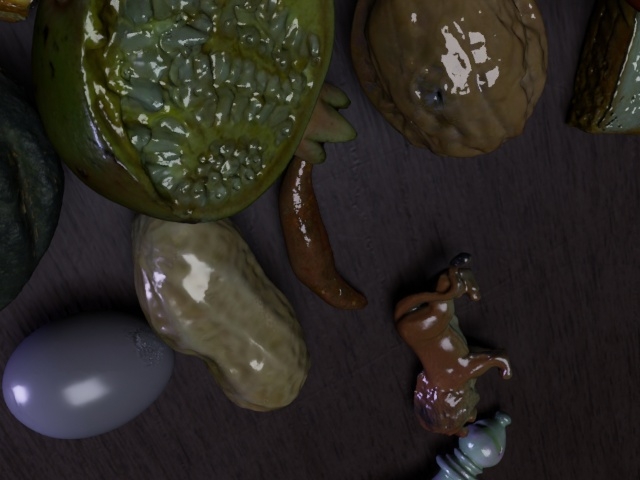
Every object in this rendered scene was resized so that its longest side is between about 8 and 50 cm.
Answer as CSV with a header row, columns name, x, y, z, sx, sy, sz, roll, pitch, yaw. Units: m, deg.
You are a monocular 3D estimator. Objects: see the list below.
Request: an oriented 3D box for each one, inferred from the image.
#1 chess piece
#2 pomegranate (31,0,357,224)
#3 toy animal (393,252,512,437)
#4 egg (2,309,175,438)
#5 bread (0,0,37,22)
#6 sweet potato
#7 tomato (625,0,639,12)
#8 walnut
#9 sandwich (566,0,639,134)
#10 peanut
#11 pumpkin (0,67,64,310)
name,x,y,z,sx,sy,sz,roll,pitch,yaw
chess piece,0.194,0.365,1.140,0.139,0.139,0.272,39,89,-27
pomegranate,-0.122,-0.173,0.744,0.358,0.216,0.310,19,88,-56
toy animal,0.172,0.152,1.038,0.157,0.097,0.312,-24,117,5
egg,-0.271,0.156,0.894,0.198,0.146,0.147,-10,117,-17
bread,-0.271,-0.281,0.709,0.065,0.103,0.187,32,99,-27
sweet potato,-0.007,0.008,0.942,0.078,0.058,0.255,-36,125,-19
tomato,0.420,-0.356,0.709,0.341,0.342,0.273,-6,158,-11
walnut,0.137,-0.199,0.801,0.198,0.198,0.245,-32,111,2
sandwich,0.453,-0.229,0.925,0.251,0.087,0.226,0,114,-14
peanut,-0.117,0.083,0.897,0.152,0.152,0.313,-32,121,2
pumpkin,-0.405,-0.039,0.699,0.328,0.291,0.257,-57,144,2
